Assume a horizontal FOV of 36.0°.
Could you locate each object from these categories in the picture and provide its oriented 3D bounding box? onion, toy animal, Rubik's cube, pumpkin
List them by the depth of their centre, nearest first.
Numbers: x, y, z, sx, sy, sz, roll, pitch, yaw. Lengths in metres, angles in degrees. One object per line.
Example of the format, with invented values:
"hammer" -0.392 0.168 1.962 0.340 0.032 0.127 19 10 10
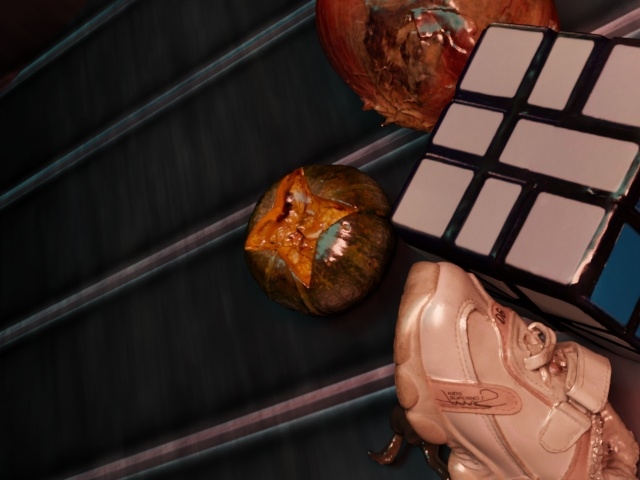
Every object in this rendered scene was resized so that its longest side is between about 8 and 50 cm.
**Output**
"Rubik's cube" 0.298 -0.047 1.108 0.293 0.288 0.284 19 82 50
"toy animal" 0.154 0.211 1.264 0.233 0.084 0.148 -60 25 9
"onion" 0.165 -0.278 1.332 0.353 0.353 0.354 -22 54 34
"pumpkin" 0.002 0.001 1.449 0.237 0.159 0.238 -14 66 33

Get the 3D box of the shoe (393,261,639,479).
"shoe" 0.215 0.153 1.060 0.198 0.351 0.172 -14 36 25
